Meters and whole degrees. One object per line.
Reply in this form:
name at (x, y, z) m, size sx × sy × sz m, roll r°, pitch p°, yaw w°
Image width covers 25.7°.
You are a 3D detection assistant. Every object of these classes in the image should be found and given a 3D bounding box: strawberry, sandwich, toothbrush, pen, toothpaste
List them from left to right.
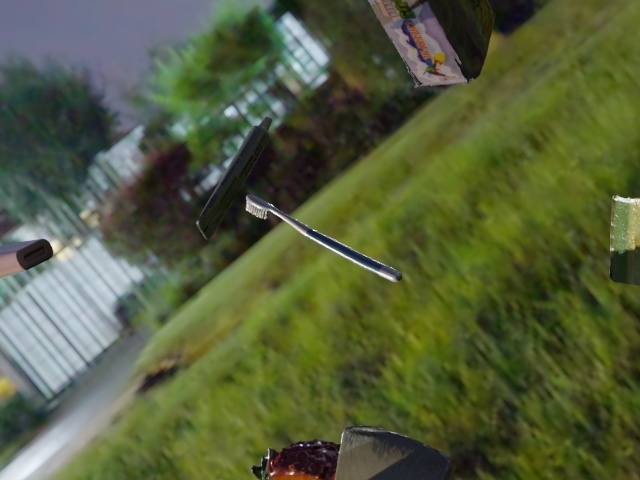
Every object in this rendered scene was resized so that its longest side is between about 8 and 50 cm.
pen at (-0.339, 0.022, 1.535) m, size 0.053 × 0.032 × 0.197 m, roll -30°, pitch 10°, yaw -25°
toothpaste at (-0.114, -0.089, 1.909) m, size 0.197 × 0.029 × 0.048 m, roll -62°, pitch -27°, yaw -24°
toothbrush at (0.000, 0.000, 1.981) m, size 0.019 × 0.276 × 0.025 m, roll -24°, pitch -46°, yaw -50°
strawberry at (0.001, 0.295, 1.776) m, size 0.192 × 0.140 × 0.085 m, roll -41°, pitch 24°, yaw 54°
sandwich at (0.415, -0.006, 1.785) m, size 0.074 × 0.116 × 0.074 m, roll 9°, pitch 16°, yaw 38°

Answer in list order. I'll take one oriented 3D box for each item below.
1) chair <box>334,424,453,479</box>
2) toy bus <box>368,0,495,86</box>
chair at (0.024, 0.381, 1.546) m, size 0.160 × 0.319 × 0.186 m, roll 15°, pitch 13°, yaw 39°
toy bus at (0.104, -0.304, 1.595) m, size 0.112 × 0.138 × 0.317 m, roll -4°, pitch -27°, yaw 24°
